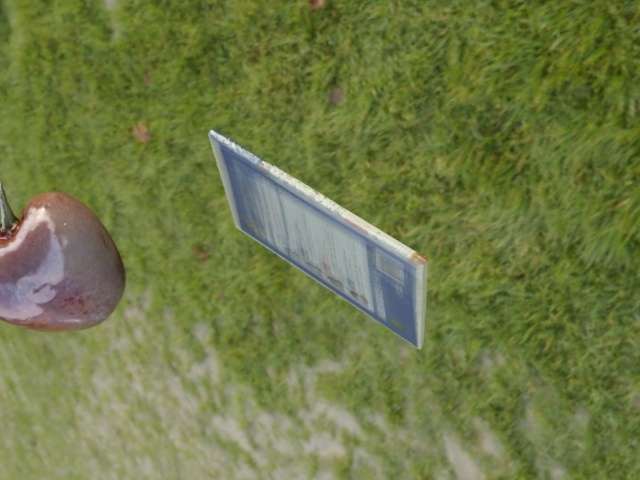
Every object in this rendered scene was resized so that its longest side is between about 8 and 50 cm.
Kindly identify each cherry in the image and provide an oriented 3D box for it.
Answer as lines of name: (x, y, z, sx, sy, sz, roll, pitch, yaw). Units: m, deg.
cherry: (-0.199, 0.018, 0.706, 0.106, 0.126, 0.087, -58, 32, 13)

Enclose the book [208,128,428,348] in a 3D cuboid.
book: (0.000, 0.000, 1.180, 0.322, 0.018, 0.228, 33, 157, 21)
